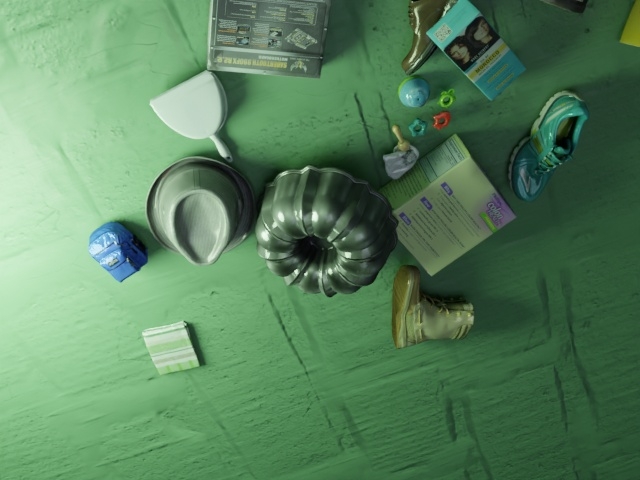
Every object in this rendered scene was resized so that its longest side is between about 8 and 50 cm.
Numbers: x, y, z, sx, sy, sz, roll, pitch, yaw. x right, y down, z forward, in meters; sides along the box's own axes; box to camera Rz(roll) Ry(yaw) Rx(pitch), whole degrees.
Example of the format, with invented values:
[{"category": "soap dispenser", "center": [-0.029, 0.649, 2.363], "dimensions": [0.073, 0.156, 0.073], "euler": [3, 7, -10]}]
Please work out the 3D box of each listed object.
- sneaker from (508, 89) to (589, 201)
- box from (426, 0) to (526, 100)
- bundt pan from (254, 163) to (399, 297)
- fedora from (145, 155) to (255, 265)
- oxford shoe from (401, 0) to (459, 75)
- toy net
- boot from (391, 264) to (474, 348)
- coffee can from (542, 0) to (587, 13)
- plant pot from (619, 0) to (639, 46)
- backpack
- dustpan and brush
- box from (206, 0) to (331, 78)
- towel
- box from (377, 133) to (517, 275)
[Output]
[{"category": "sneaker", "center": [0.509, -0.202, 1.715], "dimensions": [0.106, 0.110, 0.275], "euler": [10, 122, -17]}, {"category": "box", "center": [0.317, -0.379, 1.533], "dimensions": [0.100, 0.060, 0.244], "euler": [-43, 145, 17]}, {"category": "bundt pan", "center": [0.000, 0.000, 1.678], "dimensions": [0.330, 0.124, 0.331], "euler": [10, 135, 10]}, {"category": "fedora", "center": [-0.260, -0.043, 1.672], "dimensions": [0.243, 0.124, 0.276], "euler": [1, 123, -11]}, {"category": "oxford shoe", "center": [0.211, -0.438, 1.533], "dimensions": [0.096, 0.083, 0.227], "euler": [30, 123, 4]}, {"category": "toy net", "center": [0.207, -0.240, 1.677], "dimensions": [0.122, 0.045, 0.232], "euler": [7, 124, -17]}, {"category": "boot", "center": [0.287, 0.161, 1.927], "dimensions": [0.203, 0.095, 0.262], "euler": [-5, 126, -7]}, {"category": "coffee can", "center": [0.455, -0.585, 1.391], "dimensions": [0.201, 0.202, 0.276], "euler": [13, 120, -19]}, {"category": "plant pot", "center": [0.764, -0.475, 1.531], "dimensions": [0.212, 0.212, 0.187], "euler": [0, 112, -10]}, {"category": "backpack", "center": [-0.451, 0.023, 1.698], "dimensions": [0.098, 0.101, 0.120], "euler": [-34, 120, 5]}, {"category": "dustpan and brush", "center": [-0.239, -0.241, 1.593], "dimensions": [0.147, 0.060, 0.211], "euler": [-25, 118, 9]}, {"category": "box", "center": [-0.101, -0.417, 1.490], "dimensions": [0.230, 0.056, 0.183], "euler": [2, 124, -11]}, {"category": "towel", "center": [-0.375, 0.272, 1.929], "dimensions": [0.113, 0.023, 0.152], "euler": [-11, 127, 0]}, {"category": "box", "center": [0.281, -0.079, 1.752], "dimensions": [0.243, 0.117, 0.213], "euler": [-36, 122, 15]}]
